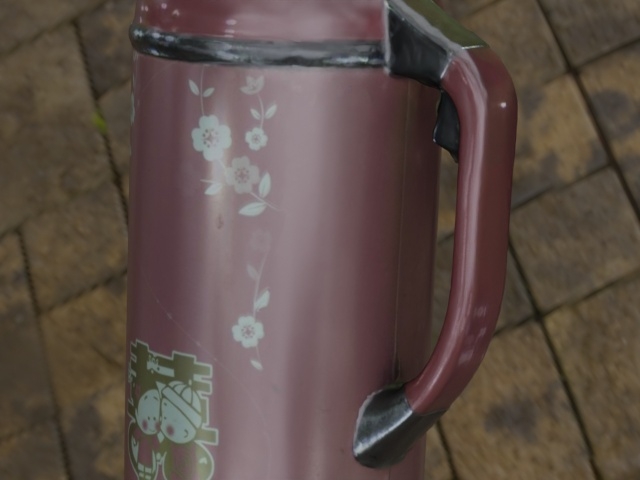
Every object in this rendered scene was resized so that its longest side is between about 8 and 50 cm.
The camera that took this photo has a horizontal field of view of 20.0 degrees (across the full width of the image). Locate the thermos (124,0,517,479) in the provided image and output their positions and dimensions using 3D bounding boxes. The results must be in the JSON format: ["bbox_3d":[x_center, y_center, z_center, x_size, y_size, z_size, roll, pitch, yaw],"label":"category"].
[{"bbox_3d":[-0.009,0.000,0.617,0.109,0.330,0.136,-1,12,-17],"label":"thermos"}]
